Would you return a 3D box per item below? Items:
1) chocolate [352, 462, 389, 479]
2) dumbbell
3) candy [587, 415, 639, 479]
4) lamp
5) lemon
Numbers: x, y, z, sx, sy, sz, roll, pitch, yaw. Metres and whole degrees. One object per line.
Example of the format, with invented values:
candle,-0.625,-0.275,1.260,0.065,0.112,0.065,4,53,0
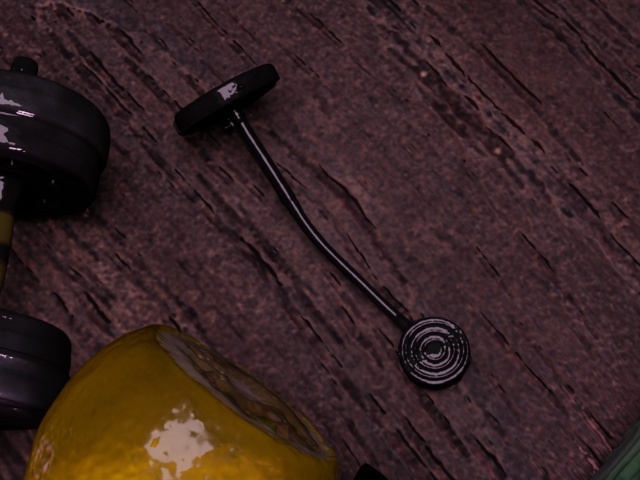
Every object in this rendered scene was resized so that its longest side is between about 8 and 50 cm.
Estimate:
chocolate,0.067,0.327,0.839,0.186,0.283,0.283,20,70,0
dumbbell,-0.293,0.013,1.000,0.185,0.185,0.388,4,68,2
candy,0.370,0.316,0.914,0.263,0.172,0.398,-42,94,-3
lamp,-0.001,-0.016,1.049,0.130,0.108,0.371,-30,72,-12
lemon,-0.121,0.202,0.902,0.240,0.240,0.219,38,92,14
